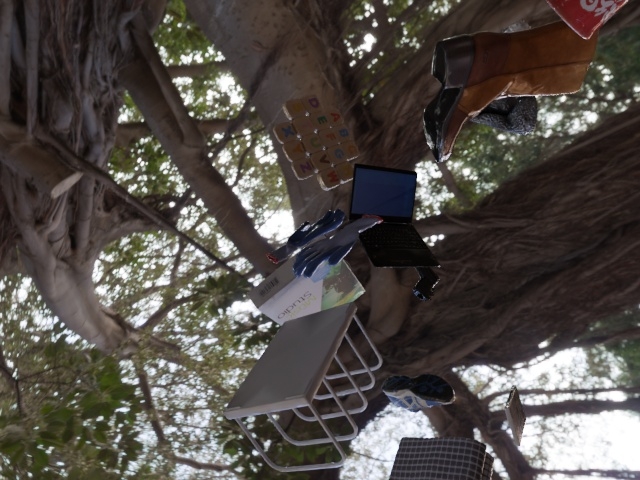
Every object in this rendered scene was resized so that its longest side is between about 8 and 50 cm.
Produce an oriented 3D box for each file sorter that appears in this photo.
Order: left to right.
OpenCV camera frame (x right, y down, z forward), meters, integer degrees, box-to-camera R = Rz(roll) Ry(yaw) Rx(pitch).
[{"bbox_3d":[-0.013,0.288,0.932,0.173,0.192,0.278,59,-148,-14],"label":"file sorter"}]

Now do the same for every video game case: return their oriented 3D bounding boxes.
[{"bbox_3d":[0.440,0.391,1.056,0.122,0.011,0.087,-17,-91,-59],"label":"video game case"}]

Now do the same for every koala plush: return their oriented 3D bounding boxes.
[{"bbox_3d":[0.417,-0.379,1.066,0.203,0.222,0.196,19,-153,17],"label":"koala plush"}]

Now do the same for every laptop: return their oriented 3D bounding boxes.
[{"bbox_3d":[0.211,-0.066,1.282,0.234,0.137,0.265,1,-136,-31],"label":"laptop"}]

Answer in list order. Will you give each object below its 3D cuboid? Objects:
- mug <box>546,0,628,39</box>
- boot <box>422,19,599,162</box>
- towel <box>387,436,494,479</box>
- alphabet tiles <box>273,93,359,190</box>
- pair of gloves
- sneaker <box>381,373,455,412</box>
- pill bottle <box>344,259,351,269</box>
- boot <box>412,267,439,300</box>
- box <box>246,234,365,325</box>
[{"bbox_3d":[0.398,-0.383,0.631,0.113,0.169,0.150,38,-137,-10],"label":"mug"},{"bbox_3d":[0.340,-0.273,0.873,0.280,0.264,0.096,-11,-137,-5],"label":"boot"},{"bbox_3d":[0.305,0.656,1.267,0.121,0.283,0.235,52,-137,-23],"label":"towel"},{"bbox_3d":[-0.002,-0.294,1.390,0.277,0.021,0.284,-28,-89,-40],"label":"alphabet tiles"},{"bbox_3d":[0.000,0.000,0.751,0.159,0.198,0.023,-34,-69,-20],"label":"pair of gloves"},{"bbox_3d":[0.263,0.405,1.234,0.080,0.211,0.081,-39,-72,-39],"label":"sneaker"},{"bbox_3d":[0.041,0.157,1.576,0.112,0.112,0.187,34,-139,-19],"label":"pill bottle"},{"bbox_3d":[0.326,0.129,1.515,0.121,0.045,0.099,44,-120,-10],"label":"boot"},{"bbox_3d":[-0.021,0.133,1.211,0.232,0.322,0.058,-39,-120,-1],"label":"box"}]
